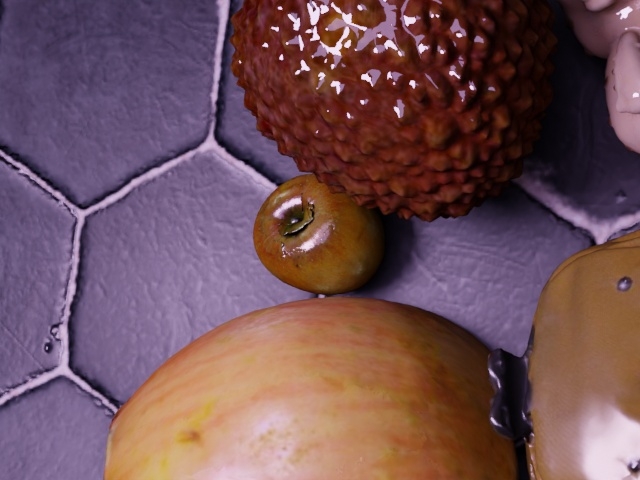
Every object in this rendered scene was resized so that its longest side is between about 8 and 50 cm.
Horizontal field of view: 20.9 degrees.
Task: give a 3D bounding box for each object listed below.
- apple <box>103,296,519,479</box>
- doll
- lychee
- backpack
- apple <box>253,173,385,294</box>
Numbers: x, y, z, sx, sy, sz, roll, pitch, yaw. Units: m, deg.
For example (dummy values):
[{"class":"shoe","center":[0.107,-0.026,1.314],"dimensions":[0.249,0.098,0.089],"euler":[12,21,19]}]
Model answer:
[{"class":"apple","center":[-0.002,0.179,1.446],"dimensions":[0.309,0.314,0.252],"euler":[-28,115,19]},{"class":"doll","center":[0.270,-0.157,1.423],"dimensions":[0.119,0.154,0.278],"euler":[-29,73,28]},{"class":"lychee","center":[0.060,-0.160,1.432],"dimensions":[0.275,0.275,0.304],"euler":[-34,78,11]},{"class":"backpack","center":[0.323,0.124,1.304],"dimensions":[0.378,0.201,0.354],"euler":[-9,58,17]},{"class":"apple","center":[0.000,0.000,1.520],"dimensions":[0.114,0.102,0.099],"euler":[-14,63,24]}]
